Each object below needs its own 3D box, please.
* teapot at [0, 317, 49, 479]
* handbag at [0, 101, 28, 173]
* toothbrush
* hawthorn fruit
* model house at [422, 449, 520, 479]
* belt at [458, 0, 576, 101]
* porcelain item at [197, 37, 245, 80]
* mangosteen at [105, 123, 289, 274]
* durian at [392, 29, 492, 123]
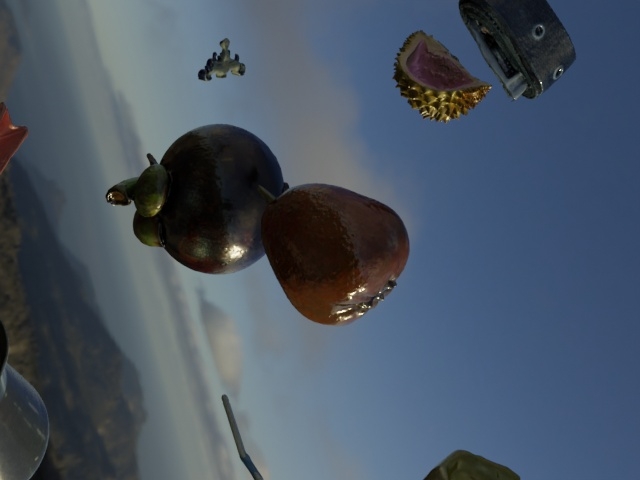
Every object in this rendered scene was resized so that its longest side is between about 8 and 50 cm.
[{"bbox_3d":[-0.583,0.240,1.590,0.300,0.253,0.344,35,-34,16],"label":"teapot"},{"bbox_3d":[-0.544,-0.118,1.482,0.059,0.213,0.157,55,39,-41],"label":"handbag"},{"bbox_3d":[-0.143,0.460,2.088,0.386,0.040,0.040,-116,-166,-45],"label":"toothbrush"},{"bbox_3d":[0.000,0.000,1.451,0.251,0.199,0.199,39,-19,11],"label":"hawthorn fruit"},{"bbox_3d":[0.179,0.389,1.258,0.234,0.175,0.193,41,-53,12],"label":"model house"},{"bbox_3d":[0.314,-0.331,1.662,0.218,0.128,0.122,52,-13,-21],"label":"belt"},{"bbox_3d":[-0.179,-0.338,1.879,0.136,0.021,0.075,-25,129,-58],"label":"porcelain item"},{"bbox_3d":[-0.241,-0.087,2.041,0.306,0.360,0.305,-174,-90,-84],"label":"mangosteen"},{"bbox_3d":[0.207,-0.293,1.857,0.182,0.132,0.165,42,0,0],"label":"durian"}]
